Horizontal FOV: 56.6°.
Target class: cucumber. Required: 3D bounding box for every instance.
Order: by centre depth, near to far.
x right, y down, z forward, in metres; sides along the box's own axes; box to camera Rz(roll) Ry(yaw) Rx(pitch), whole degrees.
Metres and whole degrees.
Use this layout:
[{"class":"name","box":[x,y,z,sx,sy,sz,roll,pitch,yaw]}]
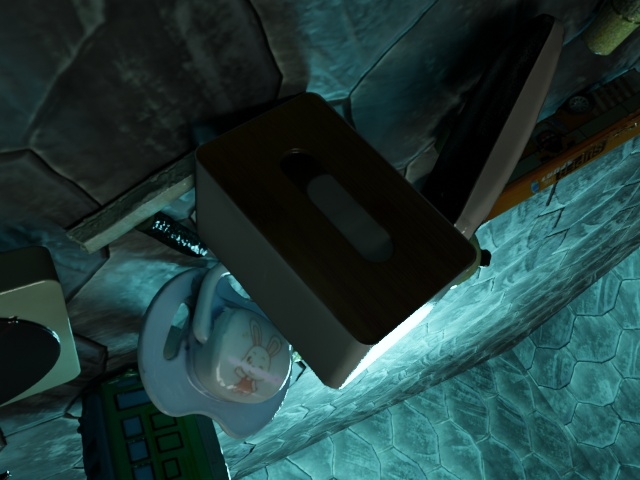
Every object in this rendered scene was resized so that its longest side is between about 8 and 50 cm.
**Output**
[{"class":"cucumber","box":[-0.168,-0.006,0.692,0.032,0.032,0.133,-33,157,7]}]

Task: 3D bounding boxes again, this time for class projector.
[{"class":"projector","box":[-0.396,0.116,0.610,0.258,0.079,0.257,-17,153,-26]}]

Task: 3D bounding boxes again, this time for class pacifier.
[{"class":"pacifier","box":[-0.167,0.151,0.863,0.225,0.239,0.287,-8,151,35]}]

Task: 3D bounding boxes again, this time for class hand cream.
[{"class":"hand cream","box":[0.392,-0.303,0.705,0.083,0.084,0.203,-17,160,-26]}]

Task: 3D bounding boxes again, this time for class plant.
[{"class":"plant","box":[0.194,-0.154,0.789,0.051,0.051,0.102,-10,144,-37]}]

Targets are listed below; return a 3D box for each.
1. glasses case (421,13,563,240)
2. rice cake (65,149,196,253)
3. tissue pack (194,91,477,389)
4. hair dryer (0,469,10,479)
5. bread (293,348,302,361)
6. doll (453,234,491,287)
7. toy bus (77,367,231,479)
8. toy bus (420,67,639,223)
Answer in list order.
[{"class":"glasses case","box":[0.187,-0.115,0.668,0.315,0.075,0.122,-62,-178,-13]},{"class":"rice cake","box":[-0.185,-0.039,0.613,0.170,0.029,0.033,-31,162,5]},{"class":"tissue pack","box":[0.001,-0.001,0.603,0.159,0.246,0.136,-34,162,-29]},{"class":"hair dryer","box":[-0.640,0.490,1.111,0.194,0.050,0.173,-32,159,-4]},{"class":"bread","box":[0.042,0.171,1.220,0.301,0.045,0.301,-28,166,-7]},{"class":"doll","box":[0.170,0.040,1.043,0.234,0.135,0.143,-31,154,10]},{"class":"toy bus","box":[-0.266,0.368,0.947,0.199,0.344,0.184,-1,138,-33]},{"class":"toy bus","box":[0.342,-0.135,0.941,0.408,0.092,0.093,-30,154,-3]}]
